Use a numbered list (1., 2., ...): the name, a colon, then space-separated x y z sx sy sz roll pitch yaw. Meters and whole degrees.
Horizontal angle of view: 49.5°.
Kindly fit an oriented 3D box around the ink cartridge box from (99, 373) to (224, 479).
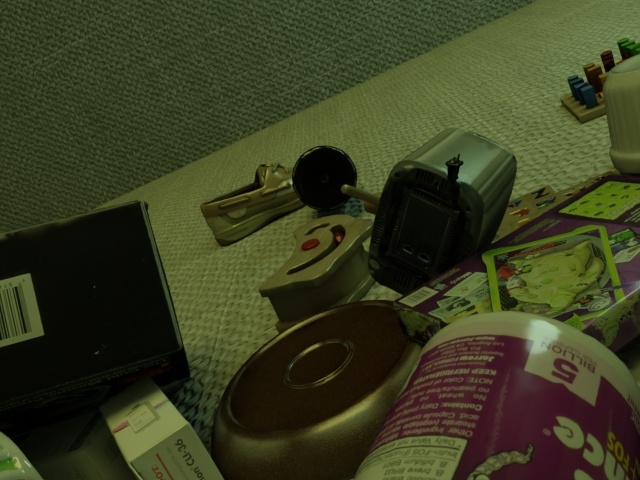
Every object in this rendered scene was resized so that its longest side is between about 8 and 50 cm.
1. ink cartridge box: -0.150 0.224 0.697 0.067 0.115 0.198 -33 21 -19

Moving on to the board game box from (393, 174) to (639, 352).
1. board game box: 0.271 0.024 0.708 0.347 0.056 0.208 -27 16 -22

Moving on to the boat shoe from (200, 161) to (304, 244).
1. boat shoe: -0.100 -0.118 1.541 0.341 0.110 0.122 -31 19 -14

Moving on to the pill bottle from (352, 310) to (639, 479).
1. pill bottle: 0.087 0.188 0.394 0.169 0.169 0.301 -13 24 35

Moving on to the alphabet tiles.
1. alphabet tiles: 0.300 -0.029 0.941 0.237 0.009 0.198 -22 19 10

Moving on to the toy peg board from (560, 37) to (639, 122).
1. toy peg board: 0.519 -0.296 1.250 0.161 0.079 0.161 -21 19 14

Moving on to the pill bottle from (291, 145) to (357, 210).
1. pill bottle: 0.009 -0.126 1.375 0.123 0.122 0.219 -25 5 3

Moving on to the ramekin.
1. ramekin: 0.496 -0.195 0.888 0.273 0.127 0.273 -22 11 5

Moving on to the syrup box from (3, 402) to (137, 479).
1. syrup box: -0.323 0.276 0.814 0.237 0.096 0.093 -19 19 20

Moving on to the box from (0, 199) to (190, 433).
1. box: -0.346 0.119 0.836 0.343 0.178 0.312 -15 -13 -13

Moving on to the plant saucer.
1. plant saucer: 0.006 0.154 0.784 0.311 0.050 0.310 -23 20 9

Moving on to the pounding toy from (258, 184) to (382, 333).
1. pounding toy: 0.000 0.000 1.027 0.154 0.154 0.269 -3 29 40

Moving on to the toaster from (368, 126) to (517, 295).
1. toaster: 0.150 -0.038 0.838 0.129 0.227 0.146 27 43 21

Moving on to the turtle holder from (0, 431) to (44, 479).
1. turtle holder: -0.364 0.298 0.636 0.227 0.243 0.320 -39 -5 -32
